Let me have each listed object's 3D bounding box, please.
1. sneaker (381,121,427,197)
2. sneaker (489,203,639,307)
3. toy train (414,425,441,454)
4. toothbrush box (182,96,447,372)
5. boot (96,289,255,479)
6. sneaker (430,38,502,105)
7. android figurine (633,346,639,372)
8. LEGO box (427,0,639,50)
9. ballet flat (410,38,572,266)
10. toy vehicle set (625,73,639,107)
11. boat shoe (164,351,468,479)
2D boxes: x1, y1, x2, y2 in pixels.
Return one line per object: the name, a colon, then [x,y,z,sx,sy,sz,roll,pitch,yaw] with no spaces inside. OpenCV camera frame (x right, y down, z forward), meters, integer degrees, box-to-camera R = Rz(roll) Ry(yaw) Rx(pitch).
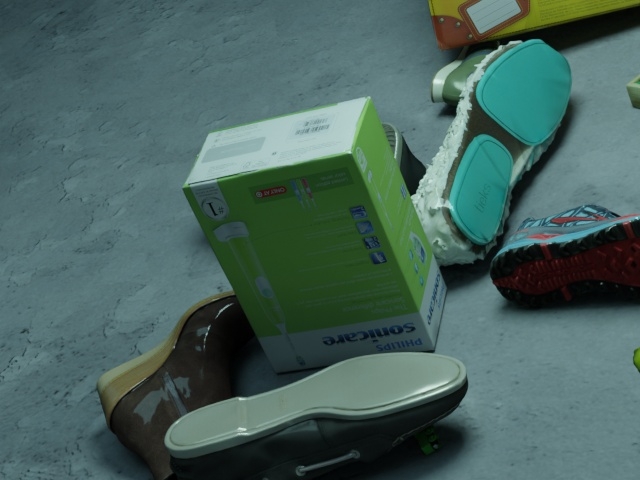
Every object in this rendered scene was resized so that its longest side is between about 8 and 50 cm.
sneaker: [0.091,-0.029,1.823,0.083,0.118,0.222,0,68,34]
sneaker: [0.321,-0.006,1.591,0.262,0.104,0.125,-5,34,29]
toy train: [0.107,0.197,1.512,0.024,0.017,0.083,-33,30,6]
toothbrush box: [0.000,0.000,1.629,0.206,0.283,0.122,-11,32,22]
boot: [-0.126,0.176,1.672,0.248,0.090,0.207,-32,43,-15]
sneaker: [0.239,-0.249,2.071,0.086,0.064,0.192,15,43,28]
android figurine: [0.418,0.081,1.290,0.273,0.056,0.248,-42,57,28]
LEGO box: [0.385,-0.490,2.132,0.500,0.193,0.372,-12,30,5]
ballet flat: [0.197,-0.114,1.826,0.147,0.147,0.409,-2,38,33]
toy vehicle set: [0.543,-0.206,1.805,0.166,0.035,0.267,-39,33,-22]
boat shoe: [0.002,0.203,1.516,0.335,0.095,0.112,-15,27,10]
